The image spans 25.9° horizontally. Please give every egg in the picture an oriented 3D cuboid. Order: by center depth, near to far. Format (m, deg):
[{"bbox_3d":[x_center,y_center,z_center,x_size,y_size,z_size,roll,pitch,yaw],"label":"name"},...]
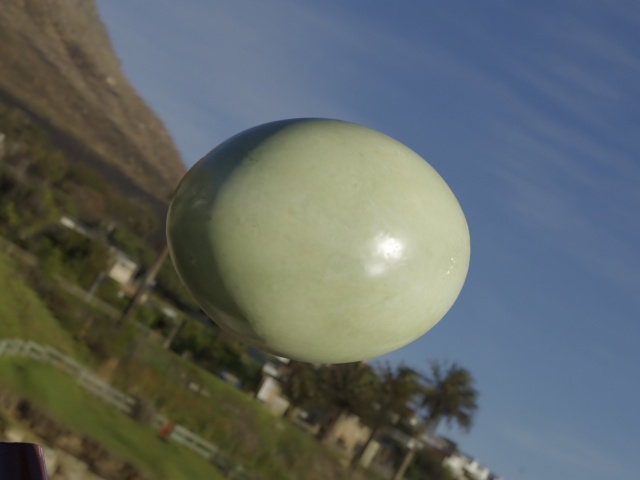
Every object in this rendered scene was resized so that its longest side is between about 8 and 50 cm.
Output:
[{"bbox_3d":[0.000,0.000,1.061,0.253,0.186,0.186,7,5,-36],"label":"egg"}]

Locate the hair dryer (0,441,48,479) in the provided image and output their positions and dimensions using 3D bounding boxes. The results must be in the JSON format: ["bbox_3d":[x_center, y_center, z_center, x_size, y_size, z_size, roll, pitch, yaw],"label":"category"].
[{"bbox_3d":[-0.303,0.370,1.148,0.123,0.340,0.312,15,47,-42],"label":"hair dryer"}]
